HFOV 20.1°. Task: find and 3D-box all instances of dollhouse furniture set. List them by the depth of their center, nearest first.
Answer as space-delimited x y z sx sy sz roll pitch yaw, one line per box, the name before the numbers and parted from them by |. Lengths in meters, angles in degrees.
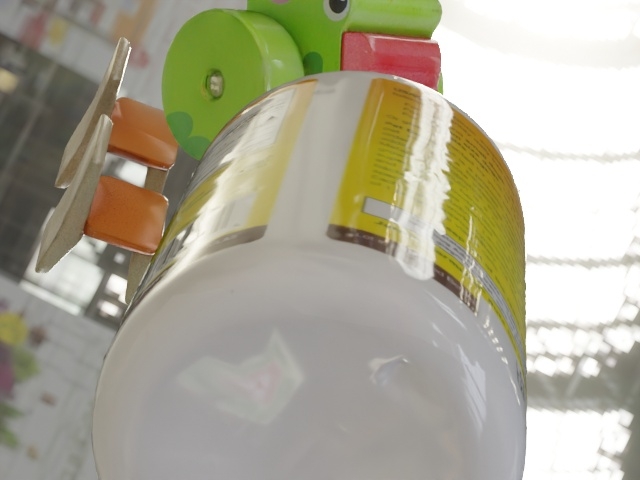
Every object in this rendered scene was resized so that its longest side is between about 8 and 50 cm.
dollhouse furniture set | -0.005 -0.054 1.052 0.259 0.262 0.135 -85 -161 -49

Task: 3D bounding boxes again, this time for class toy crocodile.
toy crocodile | 0.000 0.000 0.751 0.105 0.115 0.340 9 -87 41

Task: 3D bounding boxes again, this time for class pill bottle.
pill bottle | 0.006 0.019 0.562 0.117 0.117 0.215 -56 -173 22
